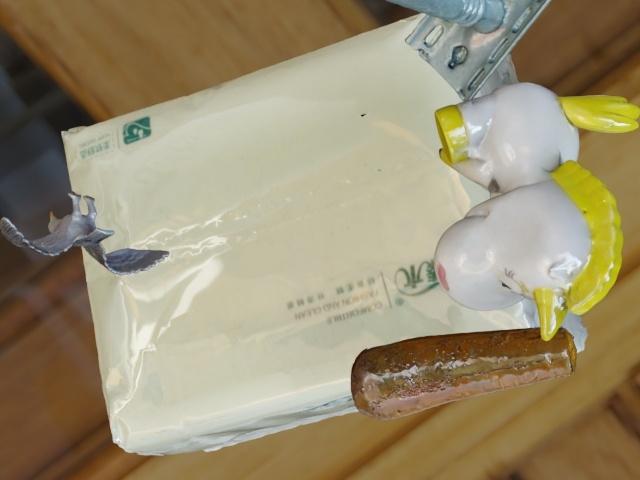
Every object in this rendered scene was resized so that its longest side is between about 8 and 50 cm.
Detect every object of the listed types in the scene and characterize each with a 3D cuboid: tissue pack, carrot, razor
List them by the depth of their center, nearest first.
[{"bbox_3d":[0.046,-0.155,1.092,0.232,0.106,0.068,10,33,-54],"label":"razor"},{"bbox_3d":[0.100,0.090,1.310,0.055,0.161,0.055,-12,90,-76],"label":"carrot"},{"bbox_3d":[0.000,0.000,1.568,0.207,0.380,0.297,20,54,-67],"label":"tissue pack"}]

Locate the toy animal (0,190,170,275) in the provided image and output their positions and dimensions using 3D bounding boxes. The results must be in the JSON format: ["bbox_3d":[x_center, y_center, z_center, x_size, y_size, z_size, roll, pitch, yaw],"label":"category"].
[{"bbox_3d":[-0.114,-0.007,0.855,0.084,0.028,0.050,15,23,-31],"label":"toy animal"}]

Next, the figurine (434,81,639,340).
[{"bbox_3d":[0.129,-0.017,1.134,0.109,0.130,0.178,41,45,-40],"label":"figurine"}]
